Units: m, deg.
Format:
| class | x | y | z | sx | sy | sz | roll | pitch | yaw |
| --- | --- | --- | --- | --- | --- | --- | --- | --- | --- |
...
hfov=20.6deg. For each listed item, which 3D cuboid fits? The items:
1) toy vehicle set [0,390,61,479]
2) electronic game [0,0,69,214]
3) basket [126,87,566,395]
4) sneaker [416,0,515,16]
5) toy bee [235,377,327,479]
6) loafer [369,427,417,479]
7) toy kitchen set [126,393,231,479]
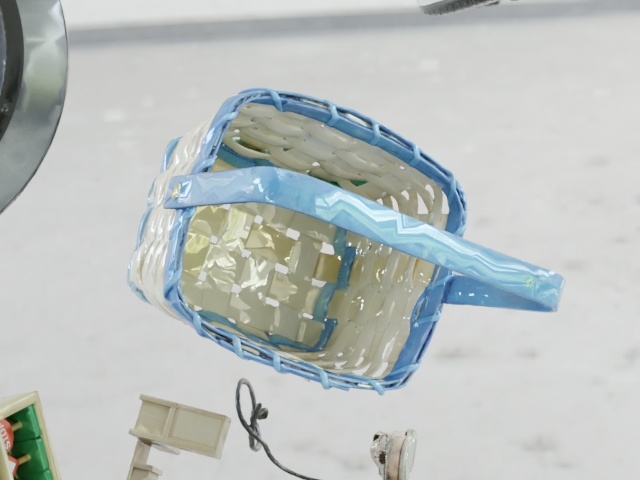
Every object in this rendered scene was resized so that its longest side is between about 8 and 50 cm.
| class | x | y | z | sx | sy | sz | roll | pitch | yaw |
| --- | --- | --- | --- | --- | --- | --- | --- | --- | --- |
| toy vehicle set | -0.233 | 0.261 | 1.320 | 0.035 | 0.267 | 0.166 | -11 | 7 | 22 |
| electronic game | -0.250 | -0.098 | 0.955 | 0.229 | 0.229 | 0.048 | -3 | -2 | -1 |
| basket | 0.000 | 0.000 | 1.278 | 0.255 | 0.201 | 0.289 | 23 | -7 | -31 |
| sneaker | 0.229 | -0.337 | 1.300 | 0.447 | 0.257 | 0.169 | -12 | 5 | 37 |
| toy bee | 0.033 | 0.264 | 1.413 | 0.162 | 0.298 | 0.195 | -8 | 26 | 9 |
| loafer | 0.057 | 0.178 | 1.460 | 0.039 | 0.045 | 0.125 | 7 | 2 | 7 |
| toy kitchen set | -0.108 | 0.168 | 1.388 | 0.075 | 0.068 | 0.083 | 13 | -12 | 15 |
